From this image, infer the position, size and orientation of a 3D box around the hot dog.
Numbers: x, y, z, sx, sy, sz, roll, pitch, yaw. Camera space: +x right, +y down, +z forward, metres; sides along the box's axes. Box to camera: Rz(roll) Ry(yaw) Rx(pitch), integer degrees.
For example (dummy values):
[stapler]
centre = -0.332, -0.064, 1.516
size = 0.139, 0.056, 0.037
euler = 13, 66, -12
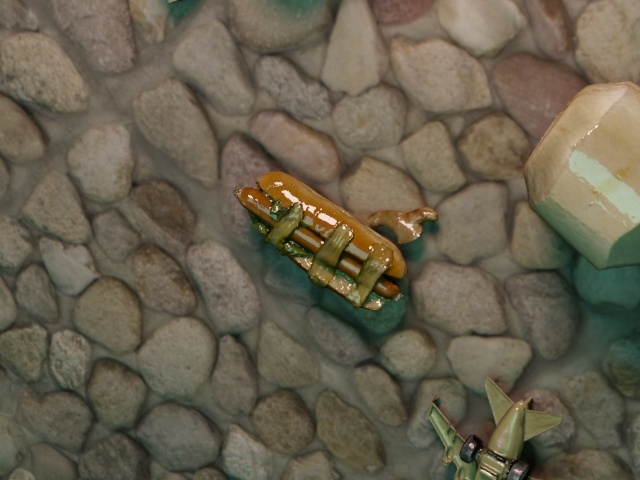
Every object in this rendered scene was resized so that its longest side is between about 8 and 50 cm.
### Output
[hot dog]
centre = 0.000, 0.000, 1.469
size = 0.269, 0.072, 0.109
euler = 33, 121, 3

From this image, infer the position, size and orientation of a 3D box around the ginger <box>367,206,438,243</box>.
[ginger]
centre = 0.112, -0.018, 1.455
size = 0.097, 0.030, 0.048
euler = -4, 79, 20

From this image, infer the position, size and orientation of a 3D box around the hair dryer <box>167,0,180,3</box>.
[hair dryer]
centre = -0.163, -0.449, 1.384
size = 0.237, 0.075, 0.206
euler = -34, 103, 16

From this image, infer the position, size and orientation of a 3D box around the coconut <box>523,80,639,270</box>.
[coconut]
centre = 0.356, -0.067, 1.275
size = 0.222, 0.202, 0.202
euler = 38, 114, 4

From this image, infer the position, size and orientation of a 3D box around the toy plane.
[toy plane]
centre = 0.241, 0.320, 1.499
size = 0.242, 0.104, 0.256
euler = 25, 108, 23
